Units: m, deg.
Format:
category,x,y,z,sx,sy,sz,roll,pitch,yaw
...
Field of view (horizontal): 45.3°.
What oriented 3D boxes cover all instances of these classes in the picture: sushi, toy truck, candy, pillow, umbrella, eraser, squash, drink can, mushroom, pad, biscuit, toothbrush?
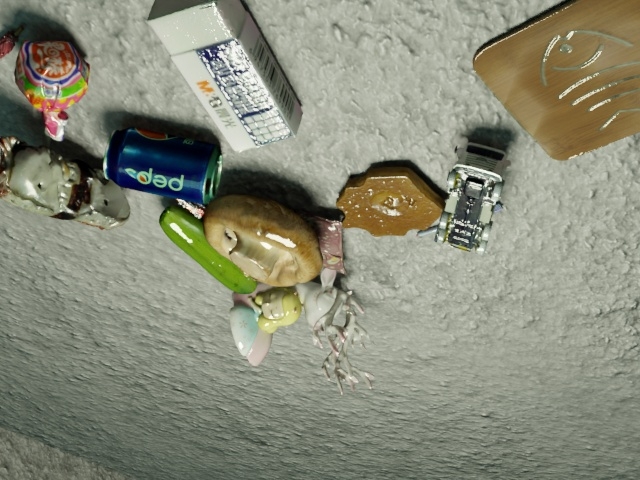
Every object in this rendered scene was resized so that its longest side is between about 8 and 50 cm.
category,x,y,z,sx,sy,sz,roll,pitch,yaw
sushi,-0.494,-0.102,1.478,0.130,0.124,0.332,-4,165,39
toy truck,0.269,-0.071,1.366,0.098,0.114,0.226,17,141,12
candy,-0.491,-0.231,1.383,0.124,0.124,0.365,21,151,-14
pillow,0.000,0.000,1.595,0.118,0.043,0.185,16,145,15
toy truck,-0.263,-0.074,1.580,0.032,0.024,0.083,-41,122,13
umbrella,-0.551,-0.325,1.315,0.027,0.025,0.165,19,150,-41
eraser,-0.144,-0.273,1.223,0.130,0.086,0.287,-7,140,21
squash,-0.239,0.019,1.652,0.082,0.082,0.292,-18,132,34
drink can,-0.290,-0.139,1.419,0.205,0.118,0.118,11,144,-1
mushroom,-0.112,0.005,1.533,0.278,0.146,0.278,21,154,10
pad,0.416,-0.248,1.164,0.287,0.018,0.284,-23,133,38
biscuit,0.121,-0.069,1.477,0.215,0.034,0.182,-21,133,39
toothbrush,0.267,-0.037,1.497,0.193,0.013,0.019,-21,127,36

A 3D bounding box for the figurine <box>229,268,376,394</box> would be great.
category,x,y,z,sx,sy,sz,roll,pitch,yaw
figurine,-0.029,0.199,1.700,0.316,0.284,0.206,-19,137,19
